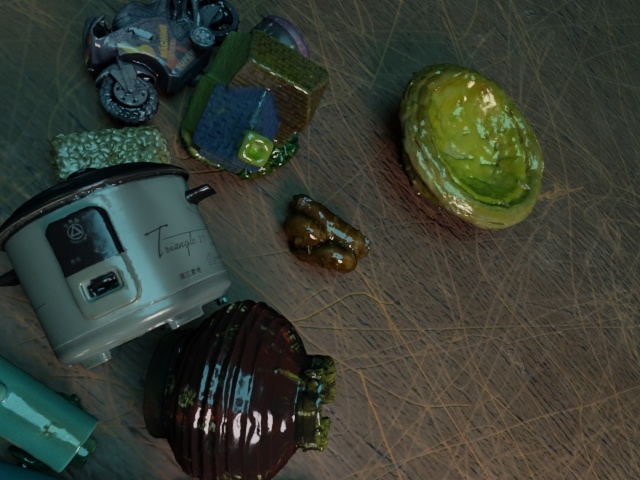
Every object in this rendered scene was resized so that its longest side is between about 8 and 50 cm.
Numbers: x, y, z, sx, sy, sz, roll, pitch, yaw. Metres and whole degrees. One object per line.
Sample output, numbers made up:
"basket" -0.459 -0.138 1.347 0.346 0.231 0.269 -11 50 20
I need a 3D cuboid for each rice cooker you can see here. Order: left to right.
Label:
"rice cooker" -0.251 0.017 0.654 0.281 0.241 0.226 -25 89 -3

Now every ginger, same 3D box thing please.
"ginger" 0.000 0.000 0.875 0.162 0.073 0.103 36 49 -4

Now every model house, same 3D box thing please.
"model house" -0.088 -0.184 0.785 0.195 0.189 0.214 28 94 -24

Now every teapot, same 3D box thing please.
"teapot" -0.096 -0.295 0.916 0.146 0.148 0.116 -42 58 -17

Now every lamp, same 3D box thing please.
"lamp" -0.094 0.197 0.677 0.247 0.247 0.246 8 71 -23

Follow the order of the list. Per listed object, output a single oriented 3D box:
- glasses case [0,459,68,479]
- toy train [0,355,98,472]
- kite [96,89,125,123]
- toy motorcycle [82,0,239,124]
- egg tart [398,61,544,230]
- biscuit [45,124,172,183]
"glasses case" -0.260 0.322 0.581 0.301 0.117 0.070 16 35 0
"toy train" -0.365 0.181 0.597 0.248 0.159 0.101 37 57 -9
"kite" -0.313 -0.215 0.832 0.044 0.002 0.078 -36 92 -30
"toy motorcycle" -0.262 -0.317 0.832 0.173 0.108 0.307 36 60 -5
"egg tart" 0.276 -0.177 1.023 0.346 0.132 0.345 7 72 -24
"biscuit" -0.304 -0.121 0.768 0.169 0.070 0.082 -13 95 -30
